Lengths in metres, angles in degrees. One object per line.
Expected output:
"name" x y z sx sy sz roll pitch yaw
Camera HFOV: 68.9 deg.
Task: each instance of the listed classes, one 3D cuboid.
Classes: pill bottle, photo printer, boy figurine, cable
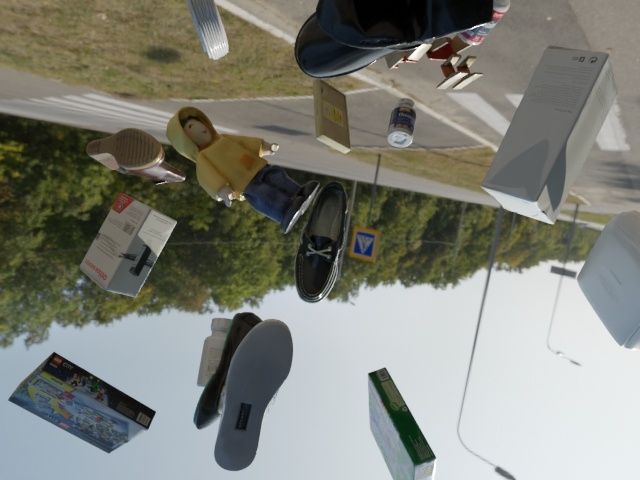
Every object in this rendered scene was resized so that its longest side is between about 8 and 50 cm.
"pill bottle" -0.337 0.386 1.588 0.131 0.229 0.131 5 161 2
"pill bottle" 0.212 -0.307 1.204 0.067 0.120 0.067 11 153 6
"pill bottle" 0.466 -0.658 1.315 0.108 0.108 0.180 5 151 -22
"photo printer" 0.800 0.095 1.192 0.107 0.307 0.256 -10 -131 -3
"boy figurine" -0.142 -0.137 0.826 0.285 0.092 0.177 36 -129 3
"cable" -0.376 -0.732 1.543 0.089 0.257 0.257 -20 151 -5

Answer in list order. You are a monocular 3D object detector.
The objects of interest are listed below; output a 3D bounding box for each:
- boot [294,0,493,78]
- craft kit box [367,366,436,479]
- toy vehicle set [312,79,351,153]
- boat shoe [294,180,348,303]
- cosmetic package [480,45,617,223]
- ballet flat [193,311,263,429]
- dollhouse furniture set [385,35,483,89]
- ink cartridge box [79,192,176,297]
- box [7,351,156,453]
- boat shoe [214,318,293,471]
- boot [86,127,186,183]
"boot" 0.074 -0.342 0.747 0.367 0.146 0.445 -16 -158 20
"craft kit box" 0.185 0.477 1.111 0.061 0.247 0.250 -17 -143 -10
"toy vehicle set" 0.045 -0.491 1.838 0.035 0.267 0.166 -22 152 39
"boat shoe" 0.000 0.000 1.132 0.114 0.302 0.091 8 164 1
"cosmetic package" 0.587 -0.258 1.193 0.156 0.385 0.217 29 -176 39
"ballet flat" -0.194 0.298 1.041 0.096 0.280 0.095 17 173 23
"dollhouse furniture set" 0.325 -0.579 1.396 0.259 0.262 0.135 -13 171 -36
"ink cartridge box" -0.602 0.013 1.457 0.197 0.273 0.114 23 173 38
"box" -0.471 0.329 0.928 0.233 0.159 0.044 42 -149 -21
"boat shoe" -0.114 0.238 0.757 0.095 0.258 0.084 22 -172 -8
"boot" -0.390 -0.186 1.090 0.248 0.090 0.207 9 175 33
